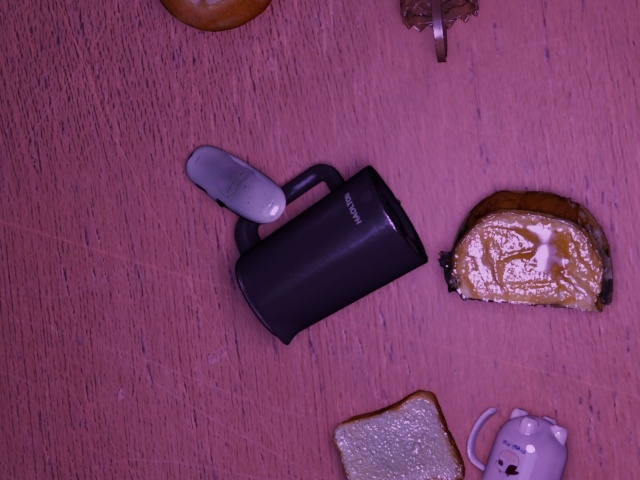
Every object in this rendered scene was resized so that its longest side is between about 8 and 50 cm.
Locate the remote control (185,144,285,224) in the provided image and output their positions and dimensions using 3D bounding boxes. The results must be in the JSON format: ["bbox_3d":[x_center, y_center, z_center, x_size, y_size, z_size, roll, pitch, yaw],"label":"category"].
[{"bbox_3d":[-0.164,-0.107,1.802,0.256,0.045,0.097,30,84,35],"label":"remote control"}]

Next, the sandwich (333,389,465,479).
[{"bbox_3d":[0.145,0.394,1.799,0.214,0.065,0.186,-21,88,10],"label":"sandwich"}]

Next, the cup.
[{"bbox_3d":[0.366,0.380,1.741,0.134,0.173,0.142,15,94,-22],"label":"cup"}]

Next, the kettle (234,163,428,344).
[{"bbox_3d":[-0.002,0.003,1.746,0.308,0.203,0.262,-32,89,13],"label":"kettle"}]

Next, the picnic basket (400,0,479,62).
[{"bbox_3d":[0.213,-0.407,1.720,0.137,0.128,0.179,-8,74,13],"label":"picnic basket"}]

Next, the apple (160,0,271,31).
[{"bbox_3d":[-0.196,-0.501,1.771,0.236,0.207,0.237,2,111,6],"label":"apple"}]

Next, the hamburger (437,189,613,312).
[{"bbox_3d":[0.367,0.016,1.708,0.308,0.132,0.211,6,93,10],"label":"hamburger"}]
